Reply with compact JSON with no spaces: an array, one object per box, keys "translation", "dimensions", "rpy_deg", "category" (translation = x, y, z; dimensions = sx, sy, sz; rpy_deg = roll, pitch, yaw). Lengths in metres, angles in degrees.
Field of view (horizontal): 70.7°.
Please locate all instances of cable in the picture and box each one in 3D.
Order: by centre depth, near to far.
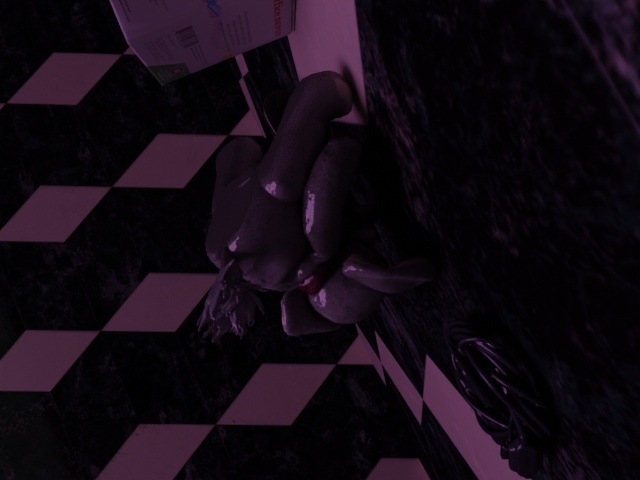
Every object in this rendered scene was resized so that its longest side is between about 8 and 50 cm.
[{"translation":[0.176,0.145,0.463],"dimensions":[0.150,0.047,0.184],"rpy_deg":[-113,-2,-53],"category":"cable"}]

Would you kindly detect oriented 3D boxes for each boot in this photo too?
[{"translation":[-0.032,-0.174,0.871],"dimensions":[0.236,0.085,0.178],"rpy_deg":[62,-177,-16],"category":"boot"}]

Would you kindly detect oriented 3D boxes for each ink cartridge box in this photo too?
[{"translation":[-0.146,-0.306,0.592],"dimensions":[0.154,0.212,0.093],"rpy_deg":[-174,62,-86],"category":"ink cartridge box"}]

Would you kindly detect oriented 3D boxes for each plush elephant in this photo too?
[{"translation":[0.000,0.000,0.596],"dimensions":[0.255,0.272,0.330],"rpy_deg":[27,-124,-31],"category":"plush elephant"}]

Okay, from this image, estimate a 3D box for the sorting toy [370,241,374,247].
[{"translation":[0.002,-0.030,0.865],"dimensions":[0.274,0.132,0.046],"rpy_deg":[-127,46,-71],"category":"sorting toy"}]
